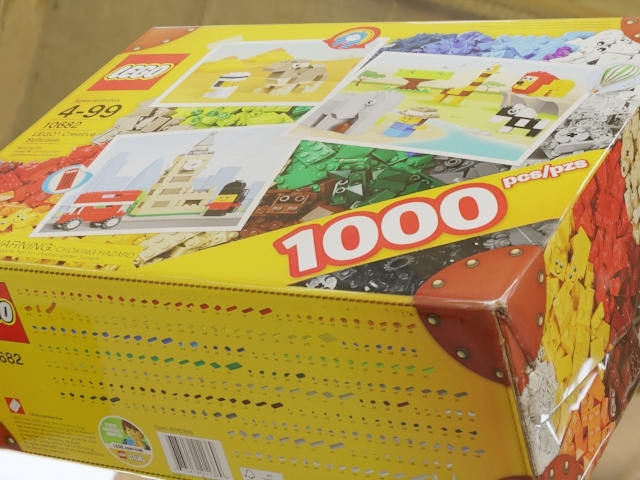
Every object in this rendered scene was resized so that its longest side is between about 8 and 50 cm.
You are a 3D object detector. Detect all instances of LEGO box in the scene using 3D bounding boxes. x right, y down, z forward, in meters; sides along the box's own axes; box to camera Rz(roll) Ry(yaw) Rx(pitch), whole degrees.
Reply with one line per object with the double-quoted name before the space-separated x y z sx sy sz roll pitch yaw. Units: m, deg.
"LEGO box" 0.000 0.000 1.160 0.500 0.372 0.193 4 -55 32
